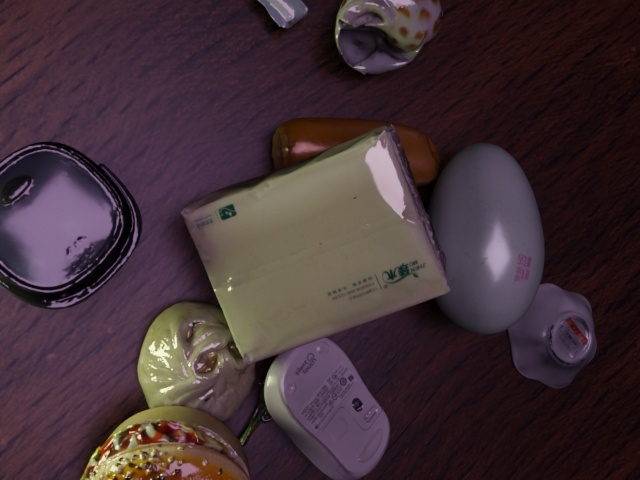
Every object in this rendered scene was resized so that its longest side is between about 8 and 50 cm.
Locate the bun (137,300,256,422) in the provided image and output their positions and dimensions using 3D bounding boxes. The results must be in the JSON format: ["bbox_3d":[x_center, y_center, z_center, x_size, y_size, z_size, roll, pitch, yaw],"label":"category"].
[{"bbox_3d":[-0.210,0.220,1.258,0.230,0.133,0.231,1,86,-18],"label":"bun"}]

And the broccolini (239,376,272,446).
[{"bbox_3d":[-0.140,0.370,1.332,0.254,0.071,0.057,-56,145,-5],"label":"broccolini"}]

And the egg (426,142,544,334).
[{"bbox_3d":[0.311,-0.006,1.375,0.229,0.230,0.371,2,83,-17],"label":"egg"}]

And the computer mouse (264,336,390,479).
[{"bbox_3d":[0.007,0.305,1.319,0.297,0.121,0.184,48,63,-17],"label":"computer mouse"}]

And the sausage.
[{"bbox_3d":[0.087,-0.169,1.372,0.353,0.116,0.134,-2,62,-19],"label":"sausage"}]

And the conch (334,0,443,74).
[{"bbox_3d":[0.141,-0.430,1.381,0.274,0.183,0.149,0,46,-24],"label":"conch"}]

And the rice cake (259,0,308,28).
[{"bbox_3d":[-0.148,-0.511,1.343,0.290,0.051,0.081,42,68,-10],"label":"rice cake"}]

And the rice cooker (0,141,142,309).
[{"bbox_3d":[-0.430,-0.025,1.150,0.267,0.224,0.268,1,86,-18],"label":"rice cooker"}]

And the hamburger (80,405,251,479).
[{"bbox_3d":[-0.253,0.421,1.172,0.299,0.176,0.301,-2,114,-4],"label":"hamburger"}]

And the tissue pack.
[{"bbox_3d":[0.000,0.000,1.220,0.380,0.207,0.297,-22,100,11],"label":"tissue pack"}]

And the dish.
[{"bbox_3d":[0.510,0.204,1.506,0.229,0.081,0.230,1,87,-17],"label":"dish"}]
